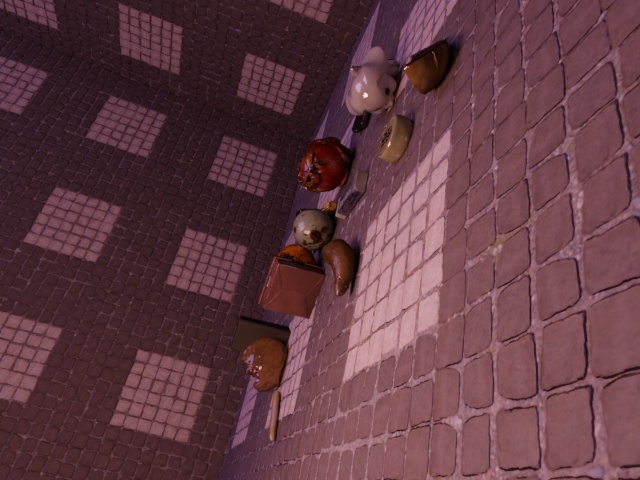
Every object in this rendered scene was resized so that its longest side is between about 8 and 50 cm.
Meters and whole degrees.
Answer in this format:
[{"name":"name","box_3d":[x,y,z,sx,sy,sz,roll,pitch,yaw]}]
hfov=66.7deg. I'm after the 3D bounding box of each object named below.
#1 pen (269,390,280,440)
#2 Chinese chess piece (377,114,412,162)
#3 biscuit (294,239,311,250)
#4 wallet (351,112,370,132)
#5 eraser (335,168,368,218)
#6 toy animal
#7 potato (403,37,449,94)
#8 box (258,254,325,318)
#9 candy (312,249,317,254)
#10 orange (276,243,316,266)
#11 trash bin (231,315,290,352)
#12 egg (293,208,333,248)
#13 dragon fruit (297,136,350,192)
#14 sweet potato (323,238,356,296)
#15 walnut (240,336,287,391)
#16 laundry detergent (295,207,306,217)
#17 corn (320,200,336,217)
[{"name":"pen","box_3d":[-0.180,0.689,1.917,0.233,0.032,0.040,-88,-4,-58]},{"name":"Chinese chess piece","box_3d":[0.219,-0.302,1.448,0.144,0.059,0.143,-162,90,-81]},{"name":"biscuit","box_3d":[-0.074,-0.024,2.478,0.213,0.091,0.273,-133,60,-77]},{"name":"wallet","box_3d":[0.204,-0.590,2.127,0.149,0.044,0.249,-173,102,-76]},{"name":"eraser","box_3d":[0.115,-0.169,1.818,0.212,0.046,0.091,124,162,-59]},{"name":"toy animal","box_3d":[0.189,-0.585,1.799,0.289,0.174,0.248,-113,42,-77]},{"name":"potato","box_3d":[0.300,-0.460,1.292,0.121,0.100,0.261,-22,18,24]},{"name":"box","box_3d":[-0.111,0.187,1.934,0.215,0.215,0.086,-69,21,11]},{"name":"candy","box_3d":[0.000,0.000,2.188,0.136,0.038,0.088,-60,0,22]},{"name":"orange","box_3d":[-0.111,0.127,2.085,0.234,0.183,0.234,7,-90,-76]},{"name":"trash bin","box_3d":[-0.283,0.460,2.291,0.122,0.241,0.163,-155,84,-80]},{"name":"egg","box_3d":[-0.031,-0.055,2.059,0.231,0.169,0.169,-86,17,-70]},{"name":"dragon fruit","box_3d":[0.020,-0.333,2.151,0.315,0.251,0.250,-57,-11,-72]},{"name":"sweet potato","box_3d":[0.060,0.058,1.563,0.310,0.098,0.123,-104,12,-69]},{"name":"walnut","box_3d":[-0.247,0.520,2.121,0.238,0.204,0.141,53,177,34]},{"name":"laundry detergent","box_3d":[-0.070,-0.080,2.249,0.144,0.078,0.221,48,164,36]},{"name":"corn","box_3d":[0.023,-0.120,2.181,0.206,0.068,0.067,130,156,-64]}]
